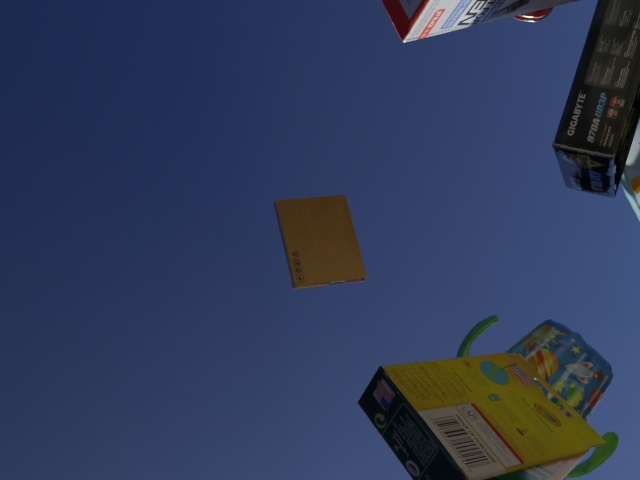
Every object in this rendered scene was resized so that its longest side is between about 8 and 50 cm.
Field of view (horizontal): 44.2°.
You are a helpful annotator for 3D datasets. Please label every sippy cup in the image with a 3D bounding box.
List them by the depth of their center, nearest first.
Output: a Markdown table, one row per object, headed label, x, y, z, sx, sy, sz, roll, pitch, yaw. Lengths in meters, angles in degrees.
| label | x | y | z | sx | sy | sz | roll | pitch | yaw |
| --- | --- | --- | --- | --- | --- | --- | --- | --- | --- |
| sippy cup | 0.416 | 0.279 | 1.480 | 0.224 | 0.240 | 0.305 | -46 | -53 | -7 |

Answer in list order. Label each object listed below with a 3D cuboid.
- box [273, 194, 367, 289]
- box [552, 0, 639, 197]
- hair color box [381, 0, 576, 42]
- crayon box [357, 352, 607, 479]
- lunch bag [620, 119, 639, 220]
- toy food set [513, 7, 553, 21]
| label | x | y | z | sx | sy | sz | roll | pitch | yaw |
| --- | --- | --- | --- | --- | --- | --- | --- | --- | --- |
| box | 0.000 | 0.000 | 1.680 | 0.165 | 0.021 | 0.201 | -6 | -112 | -20 |
| box | 0.263 | -0.159 | 0.684 | 0.175 | 0.051 | 0.220 | 18 | -91 | -68 |
| hair color box | 0.132 | -0.194 | 0.532 | 0.167 | 0.093 | 0.053 | -20 | -103 | -21 |
| crayon box | 0.234 | 0.261 | 1.114 | 0.319 | 0.081 | 0.202 | 2 | -144 | -39 |
| lunch bag | 0.439 | -0.148 | 0.866 | 0.223 | 0.262 | 0.160 | 55 | -160 | -32 |
| toy food set | 0.230 | -0.291 | 0.859 | 0.128 | 0.218 | 0.071 | 27 | -111 | -11 |
